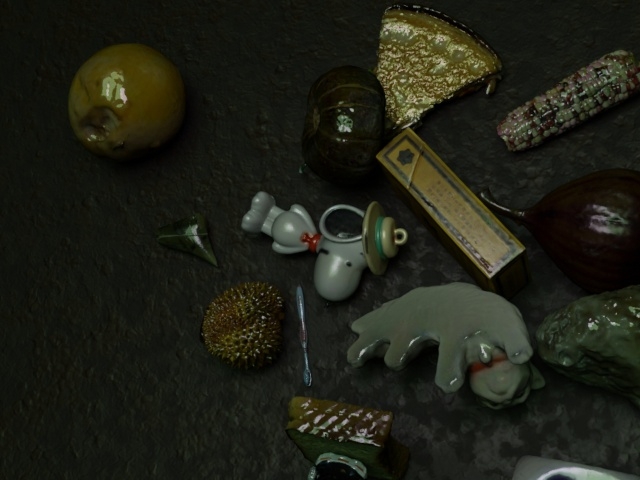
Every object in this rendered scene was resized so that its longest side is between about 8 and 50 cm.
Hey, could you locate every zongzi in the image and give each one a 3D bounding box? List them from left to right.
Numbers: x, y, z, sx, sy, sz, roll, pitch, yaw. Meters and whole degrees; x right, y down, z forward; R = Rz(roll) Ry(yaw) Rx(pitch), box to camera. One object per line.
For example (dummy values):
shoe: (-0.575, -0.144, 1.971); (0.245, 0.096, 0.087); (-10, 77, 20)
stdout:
zongzi: (-0.258, 0.015, 1.973); (0.104, 0.052, 0.113); (-21, 81, 16)

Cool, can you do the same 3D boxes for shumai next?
shumai: (0.481, 0.192, 1.612); (0.260, 0.225, 0.222); (-5, 69, -3)

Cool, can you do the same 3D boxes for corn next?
corn: (0.452, -0.245, 1.840); (0.280, 0.092, 0.092); (-30, 67, 10)

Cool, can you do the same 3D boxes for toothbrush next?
toothbrush: (-0.031, 0.171, 1.872); (0.013, 0.019, 0.193); (-10, 69, 13)

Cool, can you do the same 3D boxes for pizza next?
pizza: (0.215, -0.304, 1.927); (0.251, 0.074, 0.288); (9, 83, 16)

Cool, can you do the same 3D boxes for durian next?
durian: (-0.137, 0.156, 1.847); (0.168, 0.137, 0.158); (-16, 48, 1)

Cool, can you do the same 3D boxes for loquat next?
loquat: (-0.376, -0.273, 2.008); (0.243, 0.244, 0.244); (-5, 71, 14)

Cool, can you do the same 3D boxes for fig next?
fig: (0.413, -0.030, 1.714); (0.320, 0.217, 0.217); (13, 77, 20)

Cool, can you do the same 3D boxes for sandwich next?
sandwich: (0.046, 0.330, 1.692); (0.186, 0.215, 0.065); (7, 64, 21)

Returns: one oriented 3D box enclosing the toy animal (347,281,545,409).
toy animal: (0.217, 0.195, 1.741); (0.307, 0.188, 0.266); (-30, 46, 16)

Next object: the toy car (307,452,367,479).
toy car: (0.021, 0.434, 1.699); (0.095, 0.205, 0.056); (14, 37, 7)

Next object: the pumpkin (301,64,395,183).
pumpkin: (0.054, -0.205, 1.831); (0.162, 0.219, 0.219); (2, 71, -12)

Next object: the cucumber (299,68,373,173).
cucumber: (0.038, -0.224, 1.962); (0.056, 0.056, 0.250); (32, 82, 22)

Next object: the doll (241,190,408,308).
doll: (0.003, -0.021, 1.857); (0.271, 0.144, 0.208); (44, 97, 18)

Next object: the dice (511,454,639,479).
dice: (0.406, 0.469, 1.522); (0.243, 0.251, 0.259); (5, 75, 21)

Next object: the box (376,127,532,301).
box: (0.233, -0.038, 1.771); (0.084, 0.193, 0.301); (-40, 67, -1)
